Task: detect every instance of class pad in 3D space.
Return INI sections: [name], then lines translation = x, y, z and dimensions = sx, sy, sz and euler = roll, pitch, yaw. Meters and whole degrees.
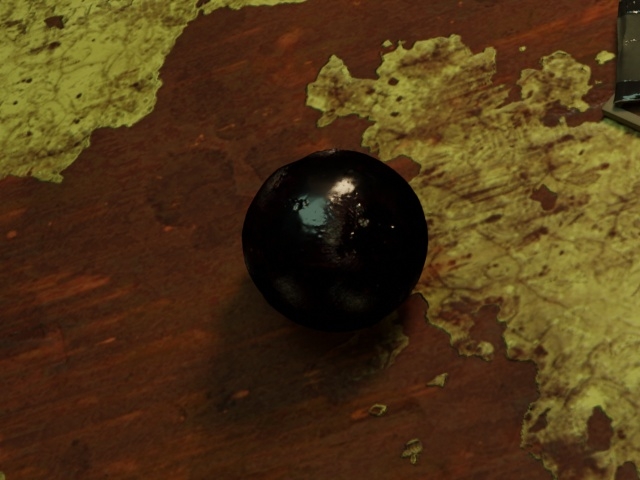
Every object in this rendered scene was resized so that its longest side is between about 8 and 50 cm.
[pad]
translation = 0.463, -0.233, 1.826
dimensions = 0.233, 0.022, 0.174
euler = -4, 54, 20

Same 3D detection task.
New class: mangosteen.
[mangosteen]
translation = 0.000, 0.000, 1.749
dimensions = 0.211, 0.211, 0.250
euler = -53, 23, -20

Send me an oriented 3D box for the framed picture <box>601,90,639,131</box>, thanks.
[framed picture]
translation = 0.475, -0.202, 1.821
dimensions = 0.184, 0.016, 0.250
euler = 31, 70, 35
